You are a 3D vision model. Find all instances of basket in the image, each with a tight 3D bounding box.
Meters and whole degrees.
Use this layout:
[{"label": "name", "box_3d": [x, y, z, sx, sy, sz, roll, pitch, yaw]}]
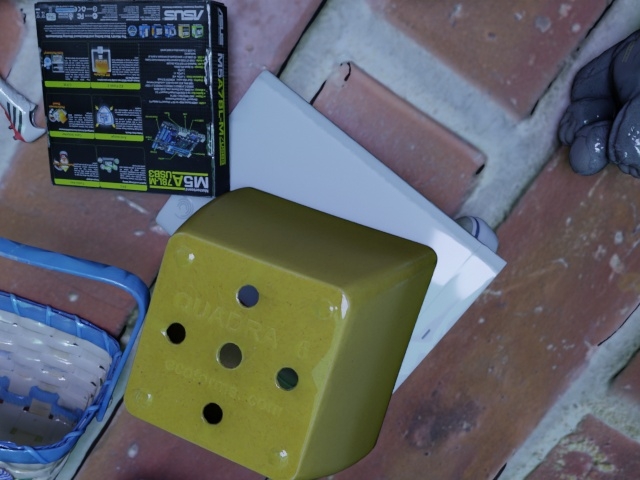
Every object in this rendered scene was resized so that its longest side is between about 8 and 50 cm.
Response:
[{"label": "basket", "box_3d": [-0.322, 0.121, 0.601, 0.254, 0.201, 0.289, 18, 114, -7]}]

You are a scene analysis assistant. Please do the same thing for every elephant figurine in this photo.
[{"label": "elephant figurine", "box_3d": [0.386, -0.113, 0.606, 0.239, 0.186, 0.169, 16, 80, -12]}]

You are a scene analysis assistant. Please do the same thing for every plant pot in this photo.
[{"label": "plant pot", "box_3d": [-0.040, 0.079, 0.503, 0.212, 0.187, 0.212, 19, 97, 14]}]

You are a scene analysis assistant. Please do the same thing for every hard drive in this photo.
[{"label": "hard drive", "box_3d": [0.000, 0.000, 0.609, 0.307, 0.040, 0.203, 41, 101, 10]}]

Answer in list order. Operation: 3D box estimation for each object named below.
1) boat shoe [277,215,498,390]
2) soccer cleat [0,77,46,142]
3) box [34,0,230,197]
[{"label": "boat shoe", "box_3d": [0.056, 0.071, 0.656, 0.302, 0.109, 0.094, -42, 107, 11]}, {"label": "soccer cleat", "box_3d": [-0.318, -0.143, 0.620, 0.035, 0.029, 0.083, -23, 109, -6]}, {"label": "box", "box_3d": [-0.185, -0.140, 0.592, 0.190, 0.045, 0.184, 4, 107, 14]}]
